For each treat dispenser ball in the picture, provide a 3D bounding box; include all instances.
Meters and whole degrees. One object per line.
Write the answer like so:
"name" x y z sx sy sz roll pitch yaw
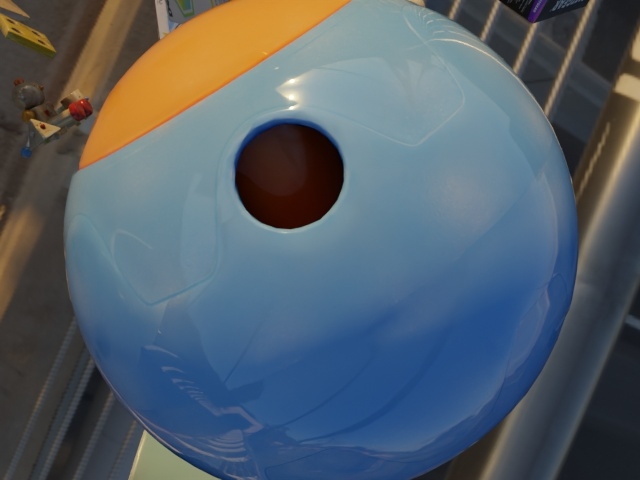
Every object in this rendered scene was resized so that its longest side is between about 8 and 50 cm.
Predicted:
"treat dispenser ball" 0.000 0.000 0.468 0.288 0.288 0.288 -7 103 -29

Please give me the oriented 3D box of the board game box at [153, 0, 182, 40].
"board game box" -0.217 -0.370 1.402 0.136 0.035 0.201 -8 93 -14

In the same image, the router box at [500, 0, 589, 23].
"router box" 0.272 -0.347 1.042 0.179 0.133 0.046 -30 155 -46

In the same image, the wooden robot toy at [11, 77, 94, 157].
"wooden robot toy" -0.314 -0.158 0.919 0.076 0.173 0.079 -32 106 12

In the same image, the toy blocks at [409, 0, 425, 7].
"toy blocks" 0.054 -0.144 1.117 0.309 0.288 0.260 48 55 -25

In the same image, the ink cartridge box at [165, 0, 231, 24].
"ink cartridge box" -0.110 -0.261 0.748 0.062 0.209 0.109 -23 120 -24

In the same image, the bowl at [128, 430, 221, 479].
"bowl" -0.108 0.302 0.814 0.163 0.311 0.311 13 94 -1

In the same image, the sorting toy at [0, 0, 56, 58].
"sorting toy" -0.362 -0.235 0.747 0.046 0.274 0.132 -56 157 14
